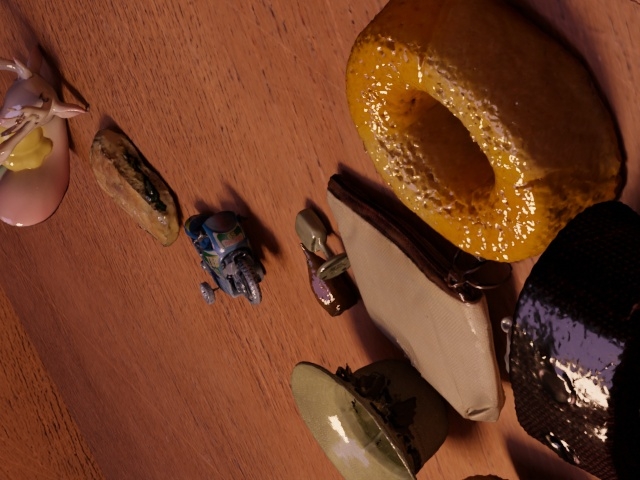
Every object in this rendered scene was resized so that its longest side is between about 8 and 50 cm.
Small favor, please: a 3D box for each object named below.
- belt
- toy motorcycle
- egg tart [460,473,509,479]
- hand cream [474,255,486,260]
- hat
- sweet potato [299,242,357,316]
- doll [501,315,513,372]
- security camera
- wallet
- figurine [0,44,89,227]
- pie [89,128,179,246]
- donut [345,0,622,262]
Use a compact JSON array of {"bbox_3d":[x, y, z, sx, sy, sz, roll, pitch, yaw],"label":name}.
[{"bbox_3d":[0.254,0.093,1.405,0.164,0.184,0.289,31,149,29],"label":"belt"},{"bbox_3d":[-0.142,0.016,2.258,0.136,0.092,0.254,70,165,-14],"label":"toy motorcycle"},{"bbox_3d":[0.235,0.384,1.882,0.171,0.215,0.215,-19,105,54],"label":"egg tart"},{"bbox_3d":[0.123,-0.072,1.643,0.248,0.052,0.075,52,134,25],"label":"hand cream"},{"bbox_3d":[0.089,0.230,2.029,0.257,0.130,0.257,43,156,25],"label":"hat"},{"bbox_3d":[0.005,0.050,2.048,0.117,0.049,0.049,57,159,-15],"label":"sweet potato"},{"bbox_3d":[0.256,0.148,1.650,0.180,0.079,0.094,46,130,5],"label":"doll"},{"bbox_3d":[0.000,0.000,2.002,0.092,0.058,0.058,60,162,22],"label":"security camera"},{"bbox_3d":[0.123,0.071,1.825,0.335,0.068,0.275,39,151,49],"label":"wallet"},{"bbox_3d":[-0.507,-0.167,2.525,0.206,0.284,0.316,41,143,28],"label":"figurine"},{"bbox_3d":[-0.300,-0.077,2.496,0.218,0.052,0.185,49,157,10],"label":"pie"},{"bbox_3d":[0.137,-0.108,1.459,0.303,0.110,0.303,43,155,25],"label":"donut"}]
